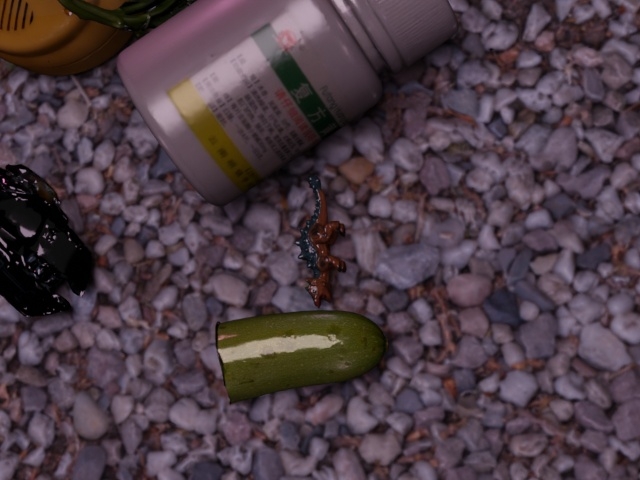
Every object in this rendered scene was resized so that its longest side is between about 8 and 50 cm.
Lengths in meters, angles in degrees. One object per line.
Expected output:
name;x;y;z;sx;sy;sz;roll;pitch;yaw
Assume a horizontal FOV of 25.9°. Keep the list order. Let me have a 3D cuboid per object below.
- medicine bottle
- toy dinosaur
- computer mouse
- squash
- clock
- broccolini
medicine bottle;-0.033;-0.210;1.538;0.340;0.208;0.208;-33;76;4
toy dinosaur;0.000;0.000;1.579;0.055;0.049;0.154;-6;84;14
computer mouse;-0.371;-0.007;1.640;0.242;0.077;0.146;41;92;15
squash;-0.018;0.118;1.545;0.188;0.095;0.095;-11;78;6
clock;-0.318;-0.359;1.643;0.244;0.200;0.317;16;92;16
broccolini;-0.215;-0.296;1.571;0.062;0.271;0.123;-8;75;41
